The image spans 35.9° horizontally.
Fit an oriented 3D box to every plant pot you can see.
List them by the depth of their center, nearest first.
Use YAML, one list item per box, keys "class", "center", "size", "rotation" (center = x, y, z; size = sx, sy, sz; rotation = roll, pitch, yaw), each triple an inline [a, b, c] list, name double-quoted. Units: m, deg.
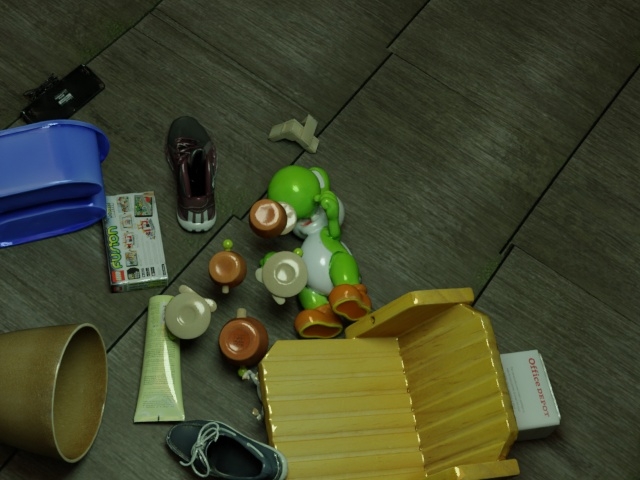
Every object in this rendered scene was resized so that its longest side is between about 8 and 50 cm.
- class: "plant pot"
  center: [-0.531, 0.254, 1.718]
  size: [0.254, 0.237, 0.237]
  rotation: [3, 58, 10]

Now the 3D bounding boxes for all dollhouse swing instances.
- class: "dollhouse swing"
  center: [0.109, 0.276, 1.734]
  size: [0.304, 0.315, 0.347]
  rotation: [10, 59, -37]

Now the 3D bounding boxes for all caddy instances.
- class: "caddy"
  center: [-0.568, -0.122, 1.902]
  size: [0.341, 0.241, 0.179]
  rotation: [-14, 70, -14]

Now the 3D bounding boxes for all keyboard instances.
- class: "keyboard"
  center: [-0.566, -0.311, 2.142]
  size: [0.100, 0.038, 0.192]
  rotation: [48, 60, -8]

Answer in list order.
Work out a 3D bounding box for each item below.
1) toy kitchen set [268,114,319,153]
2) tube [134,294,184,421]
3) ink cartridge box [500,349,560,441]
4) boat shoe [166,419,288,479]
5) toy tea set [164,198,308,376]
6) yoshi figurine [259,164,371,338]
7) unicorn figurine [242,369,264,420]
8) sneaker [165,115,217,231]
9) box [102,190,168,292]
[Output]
- class: "toy kitchen set"
  center: [-0.053, -0.236, 2.174]
  size: [0.083, 0.075, 0.068]
  rotation: [39, 56, -33]
- class: "tube"
  center: [-0.299, 0.223, 1.854]
  size: [0.062, 0.070, 0.240]
  rotation: [25, 52, -43]
- class: "ink cartridge box"
  center: [0.328, 0.303, 1.883]
  size: [0.212, 0.093, 0.154]
  rotation: [-6, 62, -10]
- class: "boat shoe"
  center: [-0.177, 0.368, 1.716]
  size: [0.254, 0.079, 0.095]
  rotation: [17, 82, 33]
- class: "toy tea set"
  center: [-0.134, 0.084, 1.872]
  size: [0.200, 0.124, 0.336]
  rotation: [36, 85, 6]
- class: "yoshi figurine"
  center: [-0.024, -0.003, 1.952]
  size: [0.203, 0.203, 0.362]
  rotation: [-8, 58, -6]
- class: "unicorn figurine"
  center: [-0.099, 0.272, 1.841]
  size: [0.060, 0.111, 0.162]
  rotation: [-4, 80, 20]
- class: "sneaker"
  center: [-0.254, -0.171, 2.025]
  size: [0.106, 0.162, 0.282]
  rotation: [-7, 61, -13]
- class: "box"
  center: [-0.374, 0.000, 1.979]
  size: [0.114, 0.036, 0.207]
  rotation: [-7, 61, -13]
